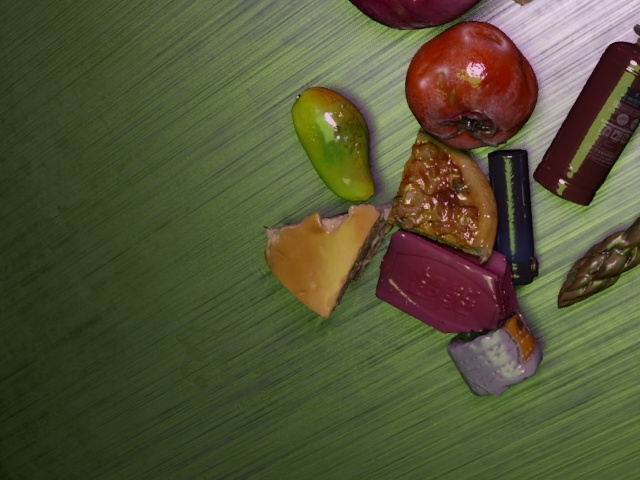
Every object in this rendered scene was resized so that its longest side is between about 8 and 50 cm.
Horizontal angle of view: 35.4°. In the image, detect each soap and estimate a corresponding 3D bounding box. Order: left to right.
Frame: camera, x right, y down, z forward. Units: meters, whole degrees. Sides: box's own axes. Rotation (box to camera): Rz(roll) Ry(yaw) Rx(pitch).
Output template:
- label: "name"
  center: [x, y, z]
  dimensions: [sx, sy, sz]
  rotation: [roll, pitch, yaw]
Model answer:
- label: "soap"
  center: [0.237, 0.073, 1.818]
  dimensions: [0.250, 0.099, 0.162]
  rotation: [26, 120, 22]

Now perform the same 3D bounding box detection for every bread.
- label: "bread"
  center: [0.000, -0.012, 1.870]
  dimensions: [0.211, 0.183, 0.224]
  rotation: [31, 107, 14]

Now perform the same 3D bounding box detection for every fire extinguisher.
- label: "fire extinguisher"
  center: [0.499, -0.225, 1.707]
  dimensions: [0.114, 0.135, 0.337]
  rotation: [49, 120, 47]

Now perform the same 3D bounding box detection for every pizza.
- label: "pizza"
  center: [0.205, -0.078, 1.782]
  dimensions: [0.197, 0.058, 0.292]
  rotation: [-20, 63, -2]

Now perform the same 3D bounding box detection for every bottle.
- label: "bottle"
  center: [0.349, -0.041, 1.808]
  dimensions: [0.082, 0.072, 0.244]
  rotation: [-1, 102, 19]

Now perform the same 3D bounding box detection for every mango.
- label: "mango"
  center: [0.034, -0.179, 1.857]
  dimensions: [0.125, 0.111, 0.233]
  rotation: [-29, 93, 25]

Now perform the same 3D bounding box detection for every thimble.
- label: "thimble"
  center: [0.322, 0.208, 1.842]
  dimensions: [0.151, 0.127, 0.118]
  rotation: [-29, 94, 29]

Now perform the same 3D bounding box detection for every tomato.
- label: "tomato"
  center: [0.256, -0.267, 1.721]
  dimensions: [0.232, 0.232, 0.188]
  rotation: [3, 62, 16]

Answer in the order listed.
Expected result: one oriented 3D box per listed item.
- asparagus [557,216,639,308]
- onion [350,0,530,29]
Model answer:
- label: "asparagus"
  center: [0.523, 0.024, 1.769]
  dimensions: [0.080, 0.080, 0.287]
  rotation: [46, 111, 3]
- label: "onion"
  center: [0.177, -0.520, 1.657]
  dimensions: [0.358, 0.345, 0.358]
  rotation: [-3, 83, 21]
